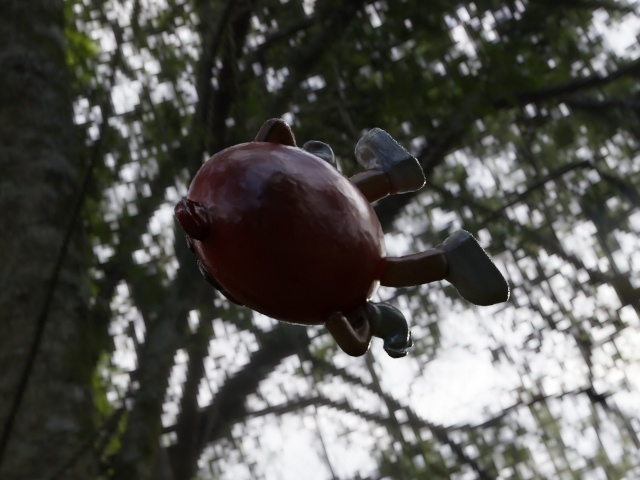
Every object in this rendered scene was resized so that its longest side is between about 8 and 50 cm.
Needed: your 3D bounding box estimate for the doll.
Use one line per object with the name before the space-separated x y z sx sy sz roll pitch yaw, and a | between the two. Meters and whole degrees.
doll | 0.000 0.000 0.975 0.217 0.183 0.085 -9 -35 -43
